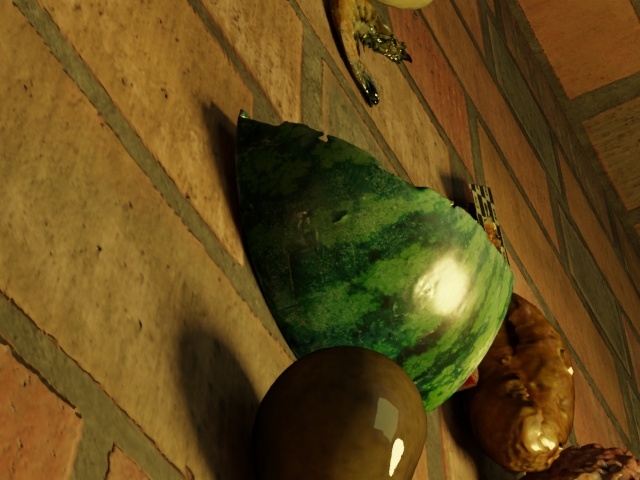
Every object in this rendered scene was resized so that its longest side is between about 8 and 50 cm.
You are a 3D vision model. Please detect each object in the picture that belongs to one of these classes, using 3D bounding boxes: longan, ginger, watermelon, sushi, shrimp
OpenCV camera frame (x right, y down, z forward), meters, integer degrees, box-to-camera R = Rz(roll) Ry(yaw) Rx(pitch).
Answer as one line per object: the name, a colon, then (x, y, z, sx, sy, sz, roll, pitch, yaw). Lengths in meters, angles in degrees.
longan: (0.016, 0.186, 1.311, 0.167, 0.167, 0.187, 50, 36, -44)
ginger: (0.282, 0.220, 2.018, 0.321, 0.165, 0.172, -95, 173, -52)
watermelon: (0.076, 0.015, 1.573, 0.292, 0.222, 0.319, 41, 36, -57)
sushi: (0.281, -0.003, 2.476, 0.210, 0.040, 0.193, -10, 85, -74)
shrimp: (0.086, -0.280, 2.241, 0.262, 0.051, 0.198, 32, 46, -56)
sushi: (0.378, 0.425, 1.964, 0.171, 0.236, 0.270, -150, -137, -79)

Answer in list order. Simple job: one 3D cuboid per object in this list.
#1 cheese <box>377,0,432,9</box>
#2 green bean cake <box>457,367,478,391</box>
cheese: (0.089, -0.472, 2.318, 0.328, 0.129, 0.351, 53, 23, -36)
green bean cake: (0.165, 0.128, 1.967, 0.136, 0.056, 0.135, 51, 27, -43)
